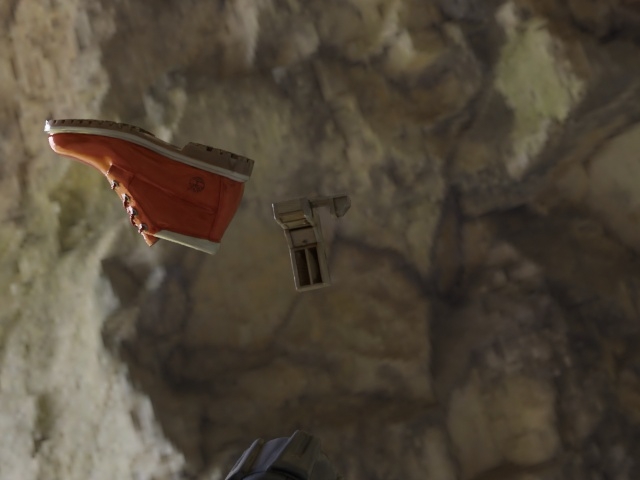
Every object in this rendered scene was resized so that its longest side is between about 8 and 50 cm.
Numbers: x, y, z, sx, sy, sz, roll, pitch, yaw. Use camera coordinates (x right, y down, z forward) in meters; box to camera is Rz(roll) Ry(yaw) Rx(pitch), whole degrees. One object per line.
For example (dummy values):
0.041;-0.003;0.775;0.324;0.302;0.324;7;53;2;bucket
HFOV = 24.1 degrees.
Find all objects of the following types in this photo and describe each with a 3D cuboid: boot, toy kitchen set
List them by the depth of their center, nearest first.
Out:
-0.135;-0.042;1.100;0.158;0.084;0.059;17;5;7;boot
0.000;0.000;1.413;0.068;0.075;0.083;-11;-12;6;toy kitchen set

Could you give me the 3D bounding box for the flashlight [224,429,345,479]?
-0.051;0.196;0.808;0.103;0.103;0.304;-19;13;20;flashlight
